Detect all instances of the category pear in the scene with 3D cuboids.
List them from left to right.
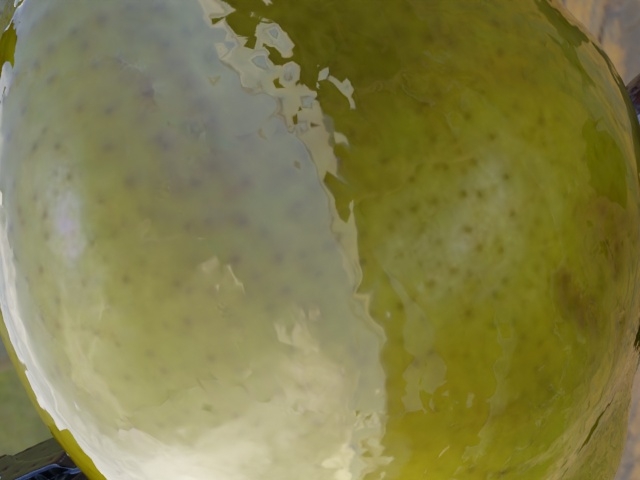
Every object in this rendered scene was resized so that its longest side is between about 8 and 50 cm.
[{"bbox_3d":[0.000,0.000,0.635,0.362,0.362,0.418,15,134,63],"label":"pear"}]

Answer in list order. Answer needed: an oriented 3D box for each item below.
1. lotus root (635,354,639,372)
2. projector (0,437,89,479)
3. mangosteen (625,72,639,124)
[{"bbox_3d":[0.321,0.092,1.328,0.077,0.090,0.183,31,120,56],"label":"lotus root"},{"bbox_3d":[-0.229,0.215,0.895,0.079,0.259,0.257,65,-162,-10],"label":"projector"},{"bbox_3d":[0.415,-0.031,1.106,0.347,0.307,0.307,58,163,-23],"label":"mangosteen"}]
